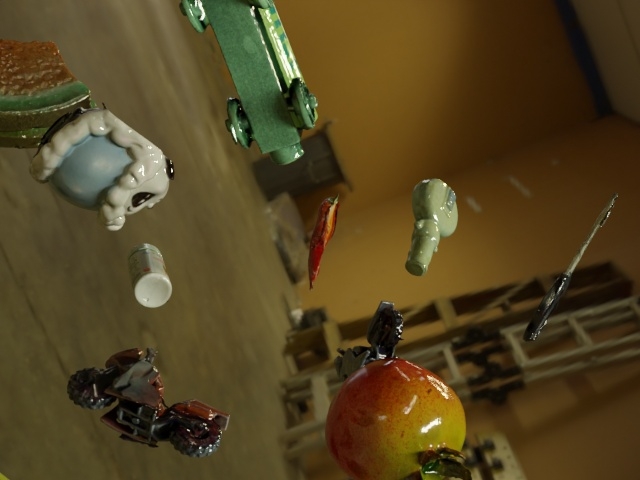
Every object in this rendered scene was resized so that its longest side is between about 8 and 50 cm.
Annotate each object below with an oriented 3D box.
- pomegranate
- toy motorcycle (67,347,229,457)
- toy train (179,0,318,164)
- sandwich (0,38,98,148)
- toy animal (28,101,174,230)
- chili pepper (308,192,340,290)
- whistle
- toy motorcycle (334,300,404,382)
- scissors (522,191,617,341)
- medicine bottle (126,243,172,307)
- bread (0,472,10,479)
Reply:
[{"bbox_3d":[0.130,0.301,1.564,0.257,0.221,0.221,39,-17,40],"label":"pomegranate"},{"bbox_3d":[-0.214,0.203,1.290,0.118,0.212,0.084,-50,160,-57],"label":"toy motorcycle"},{"bbox_3d":[-0.074,-0.213,1.095,0.157,0.105,0.253,-85,155,-67],"label":"toy train"},{"bbox_3d":[-0.548,-0.272,1.852,0.109,0.292,0.212,124,-28,-60],"label":"sandwich"},{"bbox_3d":[-0.341,-0.112,1.569,0.204,0.156,0.208,39,-7,-14],"label":"toy animal"},{"bbox_3d":[0.000,0.000,1.597,0.045,0.027,0.178,-39,146,-57],"label":"chili pepper"},{"bbox_3d":[0.223,-0.033,2.024,0.126,0.067,0.258,52,41,-28],"label":"whistle"},{"bbox_3d":[0.087,0.198,1.748,0.215,0.080,0.122,-66,-152,24],"label":"toy motorcycle"},{"bbox_3d":[0.438,0.048,1.749,0.022,0.300,0.109,34,10,20],"label":"scissors"},{"bbox_3d":[-0.392,0.079,2.287,0.086,0.086,0.183,66,-5,-27],"label":"medicine bottle"},{"bbox_3d":[-0.621,0.606,1.913,0.376,0.251,0.208,37,-26,3],"label":"bread"}]
